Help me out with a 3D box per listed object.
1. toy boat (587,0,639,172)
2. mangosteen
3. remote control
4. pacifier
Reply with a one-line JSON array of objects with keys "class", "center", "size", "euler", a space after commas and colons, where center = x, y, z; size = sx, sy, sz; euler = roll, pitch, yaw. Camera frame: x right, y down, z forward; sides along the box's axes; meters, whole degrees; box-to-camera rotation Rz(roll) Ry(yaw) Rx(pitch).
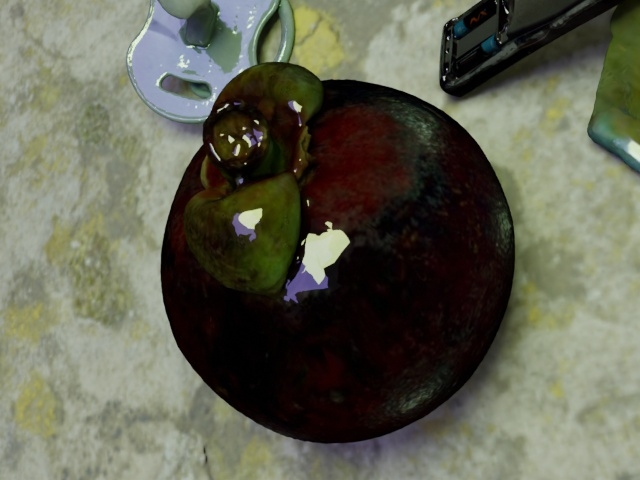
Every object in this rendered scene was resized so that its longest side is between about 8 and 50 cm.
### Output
[{"class": "toy boat", "center": [0.248, -0.158, 0.479], "size": [0.276, 0.084, 0.111], "euler": [-52, 56, 11]}, {"class": "mangosteen", "center": [0.002, 0.010, 0.513], "size": [0.216, 0.216, 0.216], "euler": [-7, 76, 29]}, {"class": "remote control", "center": [0.132, -0.141, 0.512], "size": [0.212, 0.028, 0.059], "euler": [-27, 50, 61]}, {"class": "pacifier", "center": [-0.085, -0.162, 0.661], "size": [0.126, 0.116, 0.150], "euler": [21, 86, 6]}]
